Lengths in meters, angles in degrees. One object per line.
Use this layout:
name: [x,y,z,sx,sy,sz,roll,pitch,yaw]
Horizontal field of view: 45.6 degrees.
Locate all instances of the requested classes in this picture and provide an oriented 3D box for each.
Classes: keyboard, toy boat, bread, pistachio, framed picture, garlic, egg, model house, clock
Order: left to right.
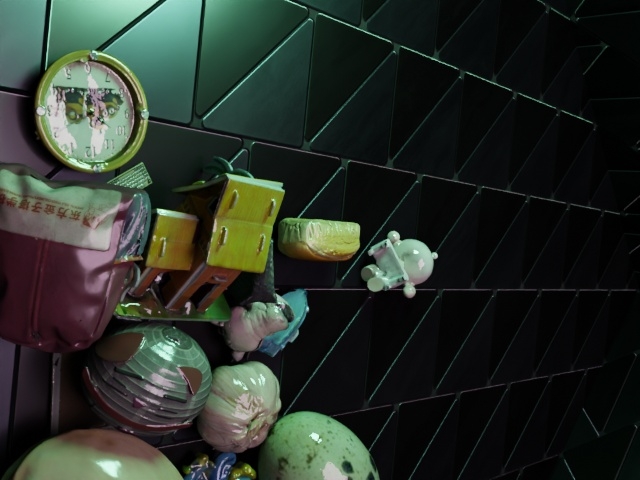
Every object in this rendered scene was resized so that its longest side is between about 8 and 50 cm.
clock: [-0.443,-0.245,1.458,0.237,0.057,0.237,-7,100,-45]
pistachio: [-0.417,0.561,1.448,0.445,0.281,0.365,50,60,-20]
framed picture: [-0.430,0.291,1.569,0.273,0.016,0.216,1,95,-48]
keyboard: [-0.401,-0.110,1.550,0.129,0.015,0.049,-39,122,-38]
model house: [-0.264,-0.059,1.521,0.300,0.340,0.323,11,132,-47]
garlic: [-0.181,0.387,1.747,0.228,0.152,0.228,-17,114,-43]
toy boat: [-0.094,0.205,1.894,0.215,0.088,0.102,-55,165,-28]
egg: [-0.005,0.587,1.875,0.287,0.287,0.379,-37,113,-39]
bread: [0.000,0.000,1.912,0.236,0.140,0.106,2,90,-47]

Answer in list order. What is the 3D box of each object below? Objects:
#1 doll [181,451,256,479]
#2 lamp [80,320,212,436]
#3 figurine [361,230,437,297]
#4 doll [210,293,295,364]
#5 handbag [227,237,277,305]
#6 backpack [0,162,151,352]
doll: [-0.274,0.638,1.713,0.346,0.099,0.341,37,71,-37]
lamp: [-0.336,0.263,1.481,0.265,0.233,0.233,25,76,-25]
figurine: [0.239,0.059,2.195,0.256,0.182,0.144,-16,149,-52]
doll: [-0.153,0.194,1.759,0.192,0.095,0.149,-29,117,8]
handbag: [-0.157,0.038,1.680,0.088,0.270,0.175,0,105,-23]
backpack: [-0.459,0.039,1.346,0.197,0.283,0.317,-67,168,-84]
